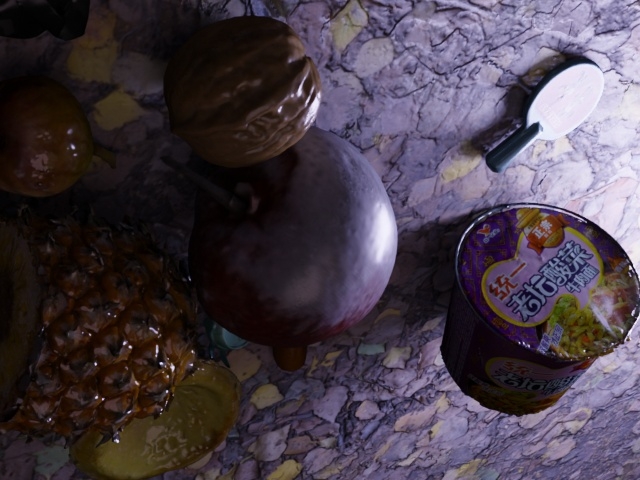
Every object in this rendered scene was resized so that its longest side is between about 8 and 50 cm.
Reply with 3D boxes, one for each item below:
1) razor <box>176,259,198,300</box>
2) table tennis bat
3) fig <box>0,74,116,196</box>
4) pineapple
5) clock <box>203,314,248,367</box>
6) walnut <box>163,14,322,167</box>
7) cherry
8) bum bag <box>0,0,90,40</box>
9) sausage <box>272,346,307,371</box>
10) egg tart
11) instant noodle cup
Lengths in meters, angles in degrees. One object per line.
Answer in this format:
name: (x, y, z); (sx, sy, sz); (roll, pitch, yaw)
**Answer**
razor: (-0.255, 0.094, 2.064); (0.148, 0.054, 0.090); (-35, 141, 5)
table tennis bat: (0.369, -0.203, 2.183); (0.244, 0.040, 0.153); (-43, 141, 6)
fig: (-0.344, -0.124, 1.736); (0.159, 0.159, 0.257); (-44, 157, 15)
pineapple: (-0.337, 0.113, 1.823); (0.300, 0.352, 0.352); (3, 130, -43)
clock: (-0.144, 0.136, 2.148); (0.101, 0.041, 0.135); (35, 77, -50)
walnut: (-0.107, -0.197, 1.759); (0.213, 0.213, 0.213); (-18, 139, -17)
cherry: (-0.031, -0.008, 1.936); (0.335, 0.291, 0.326); (-6, 109, -49)
bum bag: (-0.430, -0.275, 1.537); (0.341, 0.095, 0.144); (-11, 144, -16)
sausage: (-0.053, 0.175, 2.284); (0.062, 0.054, 0.183); (5, 137, 0)
egg tart: (-0.281, 0.278, 2.192); (0.315, 0.120, 0.315); (-18, 140, -15)
instant noodle cup: (0.366, 0.142, 2.331); (0.340, 0.340, 0.266); (-13, 145, -22)
